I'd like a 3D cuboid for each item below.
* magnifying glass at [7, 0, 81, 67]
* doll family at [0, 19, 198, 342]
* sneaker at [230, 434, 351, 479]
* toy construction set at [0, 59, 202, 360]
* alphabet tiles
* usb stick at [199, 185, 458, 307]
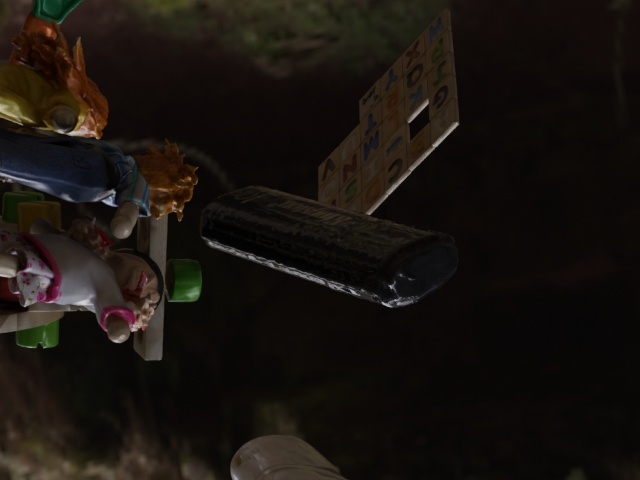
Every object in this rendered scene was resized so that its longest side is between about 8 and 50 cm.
[{"bbox_3d":[-0.216,-0.205,1.539,0.092,0.231,0.026,15,-162,-29],"label":"magnifying glass"},{"bbox_3d":[-0.162,-0.053,1.101,0.163,0.118,0.263,12,-157,-44],"label":"doll family"},{"bbox_3d":[0.041,0.280,1.970,0.292,0.108,0.169,26,-173,-35],"label":"sneaker"},{"bbox_3d":[-0.228,-0.012,1.535,0.237,0.309,0.257,-4,164,-13],"label":"toy construction set"},{"bbox_3d":[0.068,-0.114,2.020,0.237,0.009,0.198,-46,-152,33],"label":"alphabet tiles"},{"bbox_3d":[0.000,0.000,1.416,0.077,0.045,0.278,-28,-157,-25],"label":"usb stick"}]
